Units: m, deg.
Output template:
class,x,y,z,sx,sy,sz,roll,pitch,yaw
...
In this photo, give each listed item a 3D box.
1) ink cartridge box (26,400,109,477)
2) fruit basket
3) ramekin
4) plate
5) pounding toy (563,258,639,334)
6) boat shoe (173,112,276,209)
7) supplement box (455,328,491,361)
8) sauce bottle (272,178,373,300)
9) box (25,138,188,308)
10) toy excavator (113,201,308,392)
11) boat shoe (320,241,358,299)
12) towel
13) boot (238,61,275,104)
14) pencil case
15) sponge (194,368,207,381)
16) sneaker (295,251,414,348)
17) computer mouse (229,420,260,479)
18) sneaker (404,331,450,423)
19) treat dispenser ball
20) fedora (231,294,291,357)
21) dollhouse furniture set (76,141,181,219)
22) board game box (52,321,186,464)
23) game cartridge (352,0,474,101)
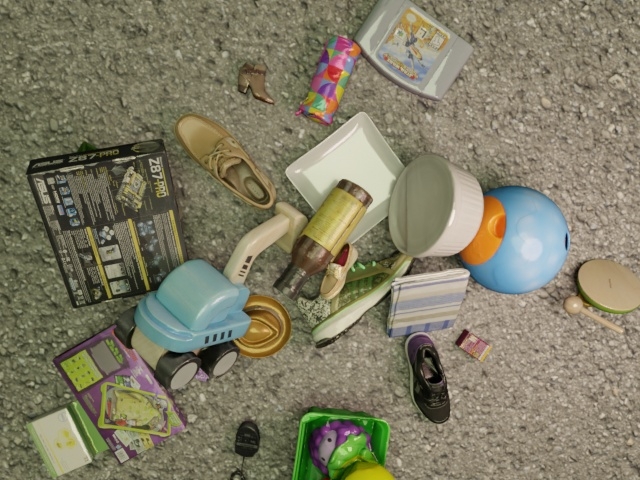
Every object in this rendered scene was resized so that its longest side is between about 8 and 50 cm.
class,x,y,z,sx,sy,sz,roll,pitch,yaw
ink cartridge box,-0.663,0.530,1.713,0.235,0.056,0.171,-23,96,0
fruit basket,0.065,0.648,1.627,0.282,0.392,0.393,7,95,-5
ramekin,0.302,-0.081,1.597,0.127,0.273,0.273,10,95,-28
plate,0.088,-0.166,1.709,0.277,0.045,0.278,-37,97,0
pounding toy,0.797,0.172,1.759,0.182,0.110,0.237,32,53,22
boat shoe,-0.249,-0.214,1.644,0.341,0.110,0.122,40,91,-7
supplement box,0.441,0.303,1.782,0.083,0.043,0.055,34,92,-8
sauce bottle,0.000,0.000,1.622,0.111,0.111,0.344,38,84,-7
box,-0.512,-0.036,1.548,0.318,0.097,0.395,-11,123,-10
toy excavator,-0.245,0.115,1.575,0.222,0.432,0.445,38,113,26
boat shoe,0.041,0.076,1.651,0.062,0.059,0.170,13,62,32
towel,0.282,0.172,1.671,0.209,0.285,0.034,-8,53,-4
boot,-0.166,-0.427,1.667,0.118,0.042,0.087,21,86,-13
pencil case,0.023,-0.426,1.653,0.104,0.104,0.237,24,92,-6
sponge,-0.400,0.308,1.723,0.210,0.031,0.117,18,95,-6
sneaker,0.098,0.107,1.698,0.410,0.158,0.182,-40,80,-5
computer mouse,-0.217,0.627,1.769,0.071,0.041,0.242,11,101,3
sneaker,0.307,0.408,1.732,0.107,0.124,0.284,-19,104,-3
treat dispenser ball,0.506,-0.001,1.635,0.287,0.288,0.289,0,96,-4
fedora,-0.175,0.246,1.710,0.194,0.079,0.195,-1,96,-5
dollhouse furniture set,-0.546,-0.088,1.657,0.301,0.151,0.198,29,107,-30
board game box,-0.544,0.414,1.685,0.208,0.056,0.347,-28,99,3
game cartridge,0.248,-0.522,1.684,0.297,0.062,0.198,33,88,-7
